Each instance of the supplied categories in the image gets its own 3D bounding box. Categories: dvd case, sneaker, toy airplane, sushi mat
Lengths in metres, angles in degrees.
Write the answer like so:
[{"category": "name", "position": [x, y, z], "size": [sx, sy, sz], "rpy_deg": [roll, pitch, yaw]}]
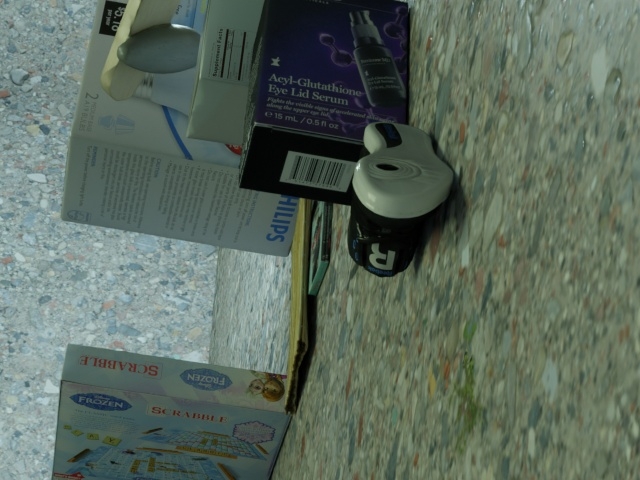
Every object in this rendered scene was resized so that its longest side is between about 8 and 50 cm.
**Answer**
[{"category": "dvd case", "position": [0.000, 0.000, 1.791], "size": [0.087, 0.013, 0.119], "rpy_deg": [110, 167, -57]}, {"category": "sneaker", "position": [0.062, -0.015, 1.141], "size": [0.217, 0.079, 0.121], "rpy_deg": [-78, -4, -71]}, {"category": "toy airplane", "position": [-0.152, -0.385, 1.732], "size": [0.384, 0.272, 0.386], "rpy_deg": [-58, -2, -19]}, {"category": "sushi mat", "position": [-0.030, 0.075, 1.890], "size": [0.316, 0.019, 0.151], "rpy_deg": [-89, 8, -46]}]

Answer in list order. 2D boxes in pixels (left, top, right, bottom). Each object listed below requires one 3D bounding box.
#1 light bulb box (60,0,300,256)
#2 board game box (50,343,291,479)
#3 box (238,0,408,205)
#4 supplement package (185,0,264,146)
[{"category": "light bulb box", "position": [-0.191, -0.200, 2.127], "size": [0.225, 0.361, 0.358], "rpy_deg": [113, 164, -56]}, {"category": "board game box", "position": [-0.220, 0.280, 1.969], "size": [0.318, 0.319, 0.066], "rpy_deg": [109, 167, -50]}, {"category": "box", "position": [0.004, -0.150, 1.397], "size": [0.108, 0.153, 0.207], "rpy_deg": [109, 166, -54]}, {"category": "supplement package", "position": [-0.045, -0.206, 1.640], "size": [0.194, 0.203, 0.149], "rpy_deg": [122, 155, -71]}]
